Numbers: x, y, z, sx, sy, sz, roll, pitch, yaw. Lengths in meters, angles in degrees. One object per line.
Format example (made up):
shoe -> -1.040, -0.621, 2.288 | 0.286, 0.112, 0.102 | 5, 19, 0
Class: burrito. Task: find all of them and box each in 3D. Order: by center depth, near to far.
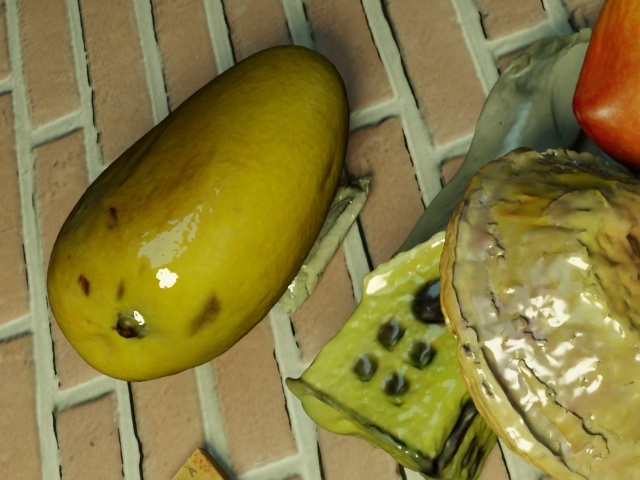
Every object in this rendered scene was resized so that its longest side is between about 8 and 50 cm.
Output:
burrito -> 0.001, 0.001, 1.267 | 0.058, 0.045, 0.188 | 20, 73, 53

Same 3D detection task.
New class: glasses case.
glasses case -> -0.091, 0.298, 1.155 | 0.065, 0.041, 0.170 | -50, 59, 5

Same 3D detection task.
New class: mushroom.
mushroom -> 0.196, -0.080, 1.210 | 0.109, 0.097, 0.351 | 27, 79, 30

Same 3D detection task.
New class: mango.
mango -> -0.116, -0.043, 1.227 | 0.301, 0.220, 0.445 | -13, 35, 54

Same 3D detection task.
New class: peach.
peach -> 0.408, -0.183, 1.070 | 0.289, 0.289, 0.308 | 33, 57, 30

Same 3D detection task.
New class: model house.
model house -> 0.111, 0.108, 1.089 | 0.174, 0.193, 0.234 | 22, 74, 31

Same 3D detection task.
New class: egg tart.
egg tart -> 0.266, 0.059, 0.980 | 0.150, 0.352, 0.352 | -35, 47, 48
